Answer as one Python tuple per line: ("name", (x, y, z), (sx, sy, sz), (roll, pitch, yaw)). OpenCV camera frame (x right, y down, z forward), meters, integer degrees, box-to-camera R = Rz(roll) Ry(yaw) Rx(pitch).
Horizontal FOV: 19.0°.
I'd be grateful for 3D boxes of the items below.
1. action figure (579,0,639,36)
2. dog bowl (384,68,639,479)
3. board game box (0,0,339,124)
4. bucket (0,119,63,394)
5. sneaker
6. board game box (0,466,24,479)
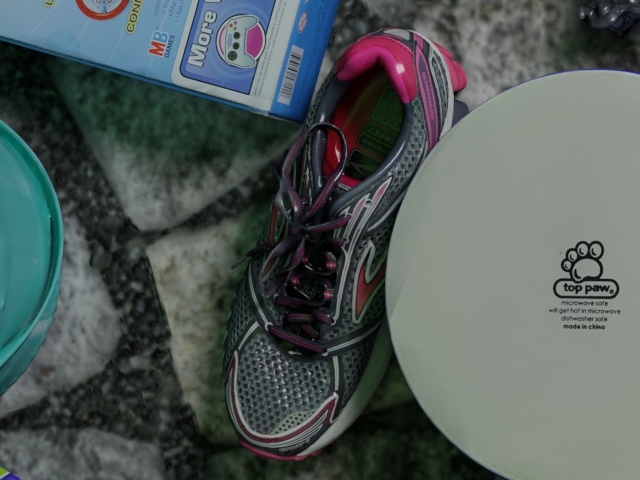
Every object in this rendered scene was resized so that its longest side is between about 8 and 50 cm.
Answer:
("action figure", (0.143, -0.260, 1.204), (0.276, 0.141, 0.164), (47, 134, -10))
("dog bowl", (0.177, 0.029, 1.193), (0.264, 0.104, 0.265), (-3, 84, 24))
("board game box", (-0.119, -0.266, 1.322), (0.301, 0.086, 0.308), (17, 93, 17))
("bucket", (-0.321, 0.013, 1.324), (0.281, 0.183, 0.281), (0, 89, 16))
("sneaker", (0.000, 0.000, 1.266), (0.120, 0.112, 0.299), (19, 94, 16))
("board game box", (-0.209, 0.281, 1.193), (0.233, 0.347, 0.078), (26, 112, 15))
